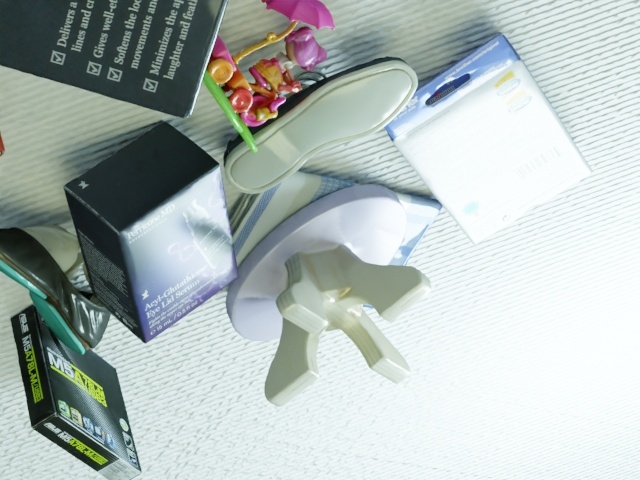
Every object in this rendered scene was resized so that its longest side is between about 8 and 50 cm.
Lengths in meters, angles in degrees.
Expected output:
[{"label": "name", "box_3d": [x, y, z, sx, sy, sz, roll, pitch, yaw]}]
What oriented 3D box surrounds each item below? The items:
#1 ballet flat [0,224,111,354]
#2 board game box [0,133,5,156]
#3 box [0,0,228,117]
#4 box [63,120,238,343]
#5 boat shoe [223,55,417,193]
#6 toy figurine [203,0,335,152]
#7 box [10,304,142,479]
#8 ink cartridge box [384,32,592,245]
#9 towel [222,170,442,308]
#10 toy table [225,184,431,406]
[{"label": "ballet flat", "box_3d": [-0.327, 0.038, 1.771, 0.096, 0.095, 0.280, -53, 153, -15]}, {"label": "board game box", "box_3d": [-0.531, -0.117, 1.533, 0.242, 0.064, 0.316, -36, 137, 15]}, {"label": "box", "box_3d": [-0.249, -0.321, 1.222, 0.395, 0.212, 0.293, 16, 122, -11]}, {"label": "box", "box_3d": [-0.195, -0.009, 1.723, 0.153, 0.108, 0.207, -37, 145, -24]}, {"label": "boat shoe", "box_3d": [-0.004, -0.146, 1.714, 0.254, 0.079, 0.095, -34, 124, 18]}, {"label": "toy figurine", "box_3d": [-0.052, -0.201, 1.617, 0.159, 0.130, 0.173, -34, 132, 0]}, {"label": "box", "box_3d": [-0.312, 0.199, 1.874, 0.045, 0.184, 0.190, -30, 137, 12]}, {"label": "ink cartridge box", "box_3d": [0.202, -0.133, 1.837, 0.186, 0.065, 0.311, -32, 140, 10]}, {"label": "towel", "box_3d": [0.000, 0.000, 1.913, 0.285, 0.034, 0.209, 9, 128, -33]}, {"label": "toy table", "box_3d": [0.013, 0.074, 1.850, 0.252, 0.161, 0.274, 20, 121, -39]}]
